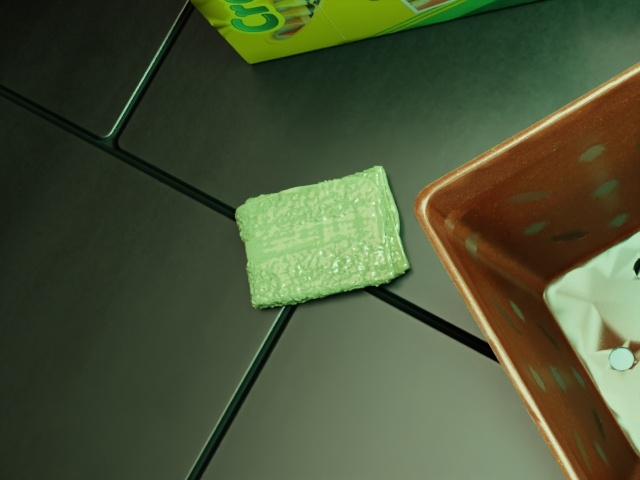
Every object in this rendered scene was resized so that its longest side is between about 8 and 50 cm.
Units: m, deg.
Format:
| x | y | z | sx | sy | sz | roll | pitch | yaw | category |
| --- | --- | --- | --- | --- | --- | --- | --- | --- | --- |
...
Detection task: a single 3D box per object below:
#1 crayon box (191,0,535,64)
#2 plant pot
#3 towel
| x | y | z | sx | sy | sz | roll | pitch | yaw | category |
| --- | --- | --- | --- | --- | --- | --- | --- | --- | --- |
| 0.025 | -0.278 | 0.907 | 0.313 | 0.363 | 0.106 | -11 | 74 | 14 | crayon box |
| 0.261 | 0.043 | 0.823 | 0.267 | 0.236 | 0.267 | -30 | 70 | 7 | plant pot |
| 0.000 | 0.000 | 1.025 | 0.148 | 0.027 | 0.110 | -14 | 74 | 12 | towel |
